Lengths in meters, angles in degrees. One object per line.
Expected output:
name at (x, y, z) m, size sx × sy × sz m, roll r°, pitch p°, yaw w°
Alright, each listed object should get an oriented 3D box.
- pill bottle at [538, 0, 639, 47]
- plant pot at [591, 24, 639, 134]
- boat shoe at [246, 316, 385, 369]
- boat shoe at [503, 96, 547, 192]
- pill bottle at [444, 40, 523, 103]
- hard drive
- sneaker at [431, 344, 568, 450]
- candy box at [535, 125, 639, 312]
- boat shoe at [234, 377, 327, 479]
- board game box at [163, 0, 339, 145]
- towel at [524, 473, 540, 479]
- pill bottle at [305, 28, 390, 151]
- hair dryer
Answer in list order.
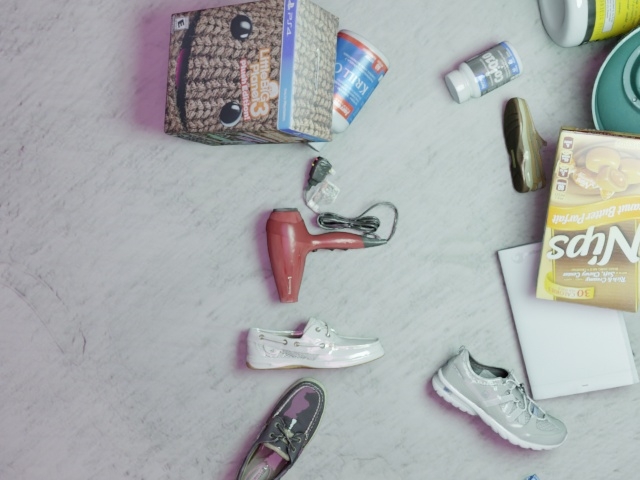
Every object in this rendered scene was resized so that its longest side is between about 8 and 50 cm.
pill bottle at (0.600, -0.491, 1.422) m, size 0.334 × 0.188 × 0.188 m, roll -13°, pitch 91°, yaw 1°
plant pot at (0.654, -0.287, 1.396) m, size 0.293 × 0.196 × 0.293 m, roll 7°, pitch 117°, yaw 14°
boat shoe at (-0.012, 0.200, 1.488) m, size 0.277 × 0.098 × 0.096 m, roll -3°, pitch 92°, yaw 2°
boat shoe at (0.413, -0.192, 1.498) m, size 0.072 × 0.068 × 0.190 m, roll -11°, pitch 101°, yaw -11°
pill bottle at (0.320, -0.328, 1.484) m, size 0.137 × 0.078 × 0.078 m, roll -28°, pitch 91°, yaw 1°
hard drive at (0.487, 0.146, 1.488) m, size 0.203 × 0.040 × 0.307 m, roll -14°, pitch 92°, yaw 16°
sneaker at (0.363, 0.309, 1.468) m, size 0.281 × 0.105 × 0.115 m, roll 28°, pitch 110°, yaw 1°
candy box at (0.507, -0.039, 1.374) m, size 0.183 × 0.087 × 0.316 m, roll 8°, pitch 107°, yaw 15°
boat shoe at (-0.080, 0.405, 1.494) m, size 0.103 × 0.092 × 0.285 m, roll 36°, pitch 91°, yaw 0°
board game box at (-0.129, -0.303, 1.394) m, size 0.291 × 0.141 × 0.232 m, roll 2°, pitch 89°, yaw 31°
towel at (0.387, 0.635, 1.524) m, size 0.285 × 0.034 × 0.209 m, roll -40°, pitch 91°, yaw 1°
pill bottle at (0.026, -0.286, 1.466) m, size 0.124 × 0.124 × 0.221 m, roll 34°, pitch 92°, yaw 0°
hair dryer at (0.000, 0.000, 1.493) m, size 0.223 × 0.080 × 0.293 m, roll 38°, pitch 92°, yaw -1°
